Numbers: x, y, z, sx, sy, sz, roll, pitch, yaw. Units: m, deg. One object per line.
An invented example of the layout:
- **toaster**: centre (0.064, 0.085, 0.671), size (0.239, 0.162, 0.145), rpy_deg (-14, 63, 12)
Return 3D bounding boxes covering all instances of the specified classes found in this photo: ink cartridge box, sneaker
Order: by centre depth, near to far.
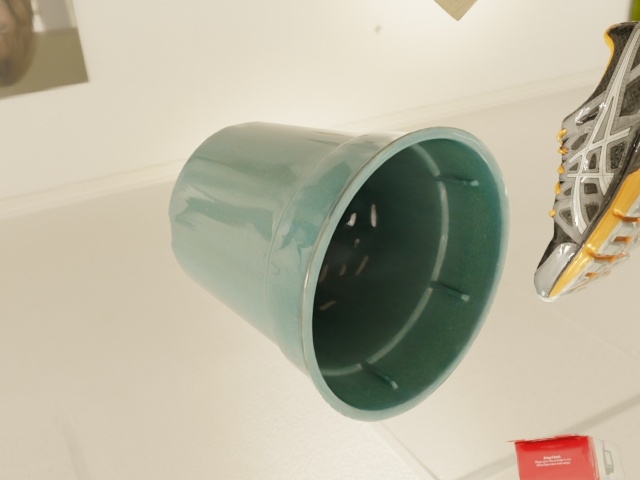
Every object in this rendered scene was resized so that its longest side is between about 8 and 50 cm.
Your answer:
- **sneaker**: centre (0.204, -0.054, 0.513), size (0.083, 0.214, 0.084), rpy_deg (34, -161, 31)
- **ink cartridge box**: centre (0.436, 0.395, 1.270), size (0.134, 0.077, 0.231), rpy_deg (-19, 152, 33)

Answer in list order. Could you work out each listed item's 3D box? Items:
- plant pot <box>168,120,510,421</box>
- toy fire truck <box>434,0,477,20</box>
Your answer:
- **plant pot**: centre (0.000, 0.000, 0.909), size (0.341, 0.340, 0.334), rpy_deg (-24, -149, -35)
- **toy fire truck**: centre (0.136, -0.308, 0.507), size (0.217, 0.246, 0.158), rpy_deg (46, -171, 16)
